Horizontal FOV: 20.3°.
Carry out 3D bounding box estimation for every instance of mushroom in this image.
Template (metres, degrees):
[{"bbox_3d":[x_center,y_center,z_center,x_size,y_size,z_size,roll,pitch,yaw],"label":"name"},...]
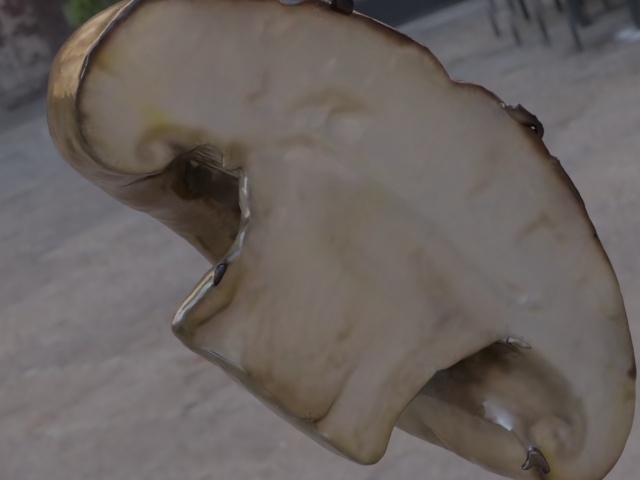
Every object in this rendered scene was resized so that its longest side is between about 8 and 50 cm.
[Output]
[{"bbox_3d":[0.000,0.000,0.749,0.156,0.285,0.151,-56,22,-13],"label":"mushroom"}]
